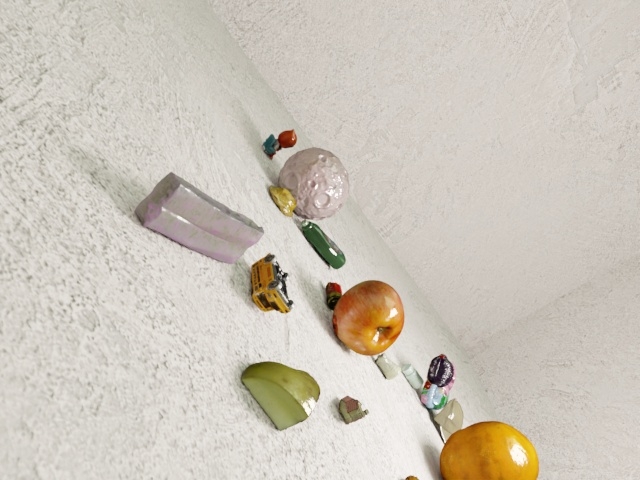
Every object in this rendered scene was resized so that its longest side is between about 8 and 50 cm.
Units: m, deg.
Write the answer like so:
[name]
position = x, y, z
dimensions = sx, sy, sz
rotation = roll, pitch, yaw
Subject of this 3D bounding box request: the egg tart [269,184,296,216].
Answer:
[egg tart]
position = -0.119, -0.136, 1.903
dimensions = 0.128, 0.049, 0.128
rotation = 52, 12, -15

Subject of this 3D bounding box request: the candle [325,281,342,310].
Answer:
[candle]
position = 0.041, 0.162, 1.755
dimensions = 0.052, 0.052, 0.130
rotation = 53, 11, -20

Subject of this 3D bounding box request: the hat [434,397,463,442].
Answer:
[hat]
position = 0.488, 0.669, 2.064
dimensions = 0.173, 0.144, 0.166
rotation = 44, 4, 22

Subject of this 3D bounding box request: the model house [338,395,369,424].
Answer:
[model house]
position = 0.071, 0.373, 1.298
dimensions = 0.058, 0.057, 0.083
rotation = 65, 15, 14

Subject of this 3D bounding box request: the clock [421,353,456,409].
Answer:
[clock]
position = 0.422, 0.507, 2.084
dimensions = 0.195, 0.100, 0.193
rotation = 52, 54, -63

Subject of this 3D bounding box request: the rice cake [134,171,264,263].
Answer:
[rice cake]
position = -0.216, -0.031, 1.085
dimensions = 0.050, 0.106, 0.298
rotation = 51, 8, 27

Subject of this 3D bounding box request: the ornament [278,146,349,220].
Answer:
[ornament]
position = -0.015, -0.201, 2.039
dimensions = 0.259, 0.225, 0.259
rotation = 57, 6, -9

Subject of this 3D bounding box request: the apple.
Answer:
[apple]
position = 0.135, 0.216, 1.612
dimensions = 0.209, 0.209, 0.164
rotation = 46, 3, -43

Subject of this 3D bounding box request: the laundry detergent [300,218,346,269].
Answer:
[laundry detergent]
position = 0.000, 0.000, 1.998
dimensions = 0.211, 0.063, 0.137
rotation = 47, 11, -29

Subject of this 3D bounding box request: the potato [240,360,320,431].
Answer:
[potato]
position = -0.065, 0.242, 1.035
dimensions = 0.120, 0.081, 0.149
rotation = 57, 12, -11

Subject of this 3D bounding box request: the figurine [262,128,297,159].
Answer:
[figurine]
position = -0.148, -0.367, 2.169
dimensions = 0.075, 0.140, 0.068
rotation = 47, 19, -41

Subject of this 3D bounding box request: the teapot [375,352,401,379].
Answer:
[teapot]
position = 0.205, 0.389, 1.824
dimensions = 0.083, 0.057, 0.067
rotation = 51, -25, -10

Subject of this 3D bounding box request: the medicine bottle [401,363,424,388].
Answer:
[medicine bottle]
position = 0.328, 0.482, 2.073
dimensions = 0.083, 0.047, 0.047
rotation = 55, 12, -10

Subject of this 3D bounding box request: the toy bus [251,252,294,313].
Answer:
[toy bus]
position = -0.108, 0.098, 1.256
dimensions = 0.069, 0.074, 0.162
rotation = 59, 7, -30

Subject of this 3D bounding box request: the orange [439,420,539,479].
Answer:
[orange]
position = 0.491, 0.650, 1.708
dimensions = 0.284, 0.284, 0.225
rotation = 34, 35, -62

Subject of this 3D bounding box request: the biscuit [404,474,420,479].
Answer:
[biscuit]
position = 0.246, 0.642, 1.362
dimensions = 0.187, 0.027, 0.187
rotation = 54, 13, -18
